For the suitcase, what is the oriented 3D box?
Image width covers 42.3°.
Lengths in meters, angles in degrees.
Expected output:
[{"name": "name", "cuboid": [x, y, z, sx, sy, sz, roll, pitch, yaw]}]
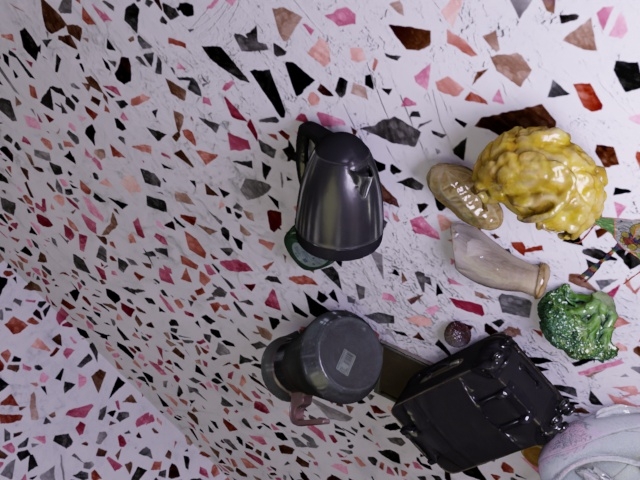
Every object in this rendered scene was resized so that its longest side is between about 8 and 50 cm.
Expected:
[{"name": "suitcase", "cuboid": [0.391, 0.406, 2.069, 0.283, 0.194, 0.434, 47, 133, -4]}]

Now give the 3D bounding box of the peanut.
[{"name": "peanut", "cuboid": [0.308, -0.094, 1.742, 0.194, 0.083, 0.093, 37, 108, -6]}]

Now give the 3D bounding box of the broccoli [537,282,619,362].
[{"name": "broccoli", "cuboid": [0.552, 0.179, 1.762, 0.195, 0.195, 0.156, 44, 122, -7]}]

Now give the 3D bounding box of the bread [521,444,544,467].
[{"name": "bread", "cuboid": [0.596, 0.583, 2.242, 0.110, 0.024, 0.110, 22, 139, 21]}]

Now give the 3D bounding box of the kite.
[{"name": "kite", "cuboid": [0.596, 0.021, 1.683, 0.198, 0.006, 0.244, 38, 143, 0]}]

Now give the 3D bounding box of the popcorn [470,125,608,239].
[{"name": "popcorn", "cuboid": [0.412, -0.106, 1.536, 0.250, 0.190, 0.250, 22, 172, 3]}]

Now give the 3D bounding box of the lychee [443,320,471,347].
[{"name": "lychee", "cuboid": [0.343, 0.235, 2.065, 0.083, 0.068, 0.067, -48, 51, 56]}]

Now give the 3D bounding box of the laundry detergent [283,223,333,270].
[{"name": "laundry detergent", "cuboid": [0.000, 0.000, 2.103, 0.211, 0.063, 0.137, -25, 104, 49]}]

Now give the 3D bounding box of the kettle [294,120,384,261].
[{"name": "kettle", "cuboid": [0.046, -0.130, 1.862, 0.207, 0.251, 0.271, 0, 128, -2]}]

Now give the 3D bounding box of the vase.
[{"name": "vase", "cuboid": [0.714, 0.487, 1.883, 0.250, 0.250, 0.445, 44, 136, -7]}]

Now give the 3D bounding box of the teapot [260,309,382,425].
[{"name": "teapot", "cuboid": [-0.004, 0.363, 2.311, 0.253, 0.300, 0.344, 14, 160, -27]}]

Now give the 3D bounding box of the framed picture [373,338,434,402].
[{"name": "framed picture", "cuboid": [0.307, 0.423, 2.316, 0.335, 0.022, 0.247, 23, 139, 20]}]

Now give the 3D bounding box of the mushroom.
[{"name": "mushroom", "cuboid": [0.383, 0.054, 1.821, 0.247, 0.108, 0.096, 28, 179, 17]}]
